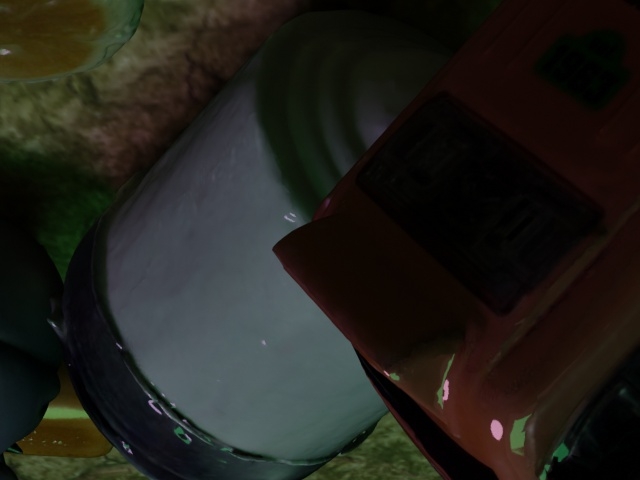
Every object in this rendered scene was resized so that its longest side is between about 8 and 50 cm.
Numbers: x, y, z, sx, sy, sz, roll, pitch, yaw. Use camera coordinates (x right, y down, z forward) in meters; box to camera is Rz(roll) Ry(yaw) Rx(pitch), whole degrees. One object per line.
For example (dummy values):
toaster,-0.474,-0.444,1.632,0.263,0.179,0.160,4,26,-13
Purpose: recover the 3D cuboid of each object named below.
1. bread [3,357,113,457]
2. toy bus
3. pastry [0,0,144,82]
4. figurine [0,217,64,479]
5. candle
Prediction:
bread,-0.280,0.125,1.167,0.239,0.074,0.092,4,141,-9
toy bus,0.193,-0.050,0.627,0.427,0.203,0.233,-47,130,2
pastry,-0.162,-0.141,0.741,0.166,0.088,0.166,0,149,0
figurine,-0.263,0.082,0.995,0.175,0.197,0.265,13,165,-24
candle,0.000,0.000,0.849,0.221,0.221,0.342,18,141,-28
